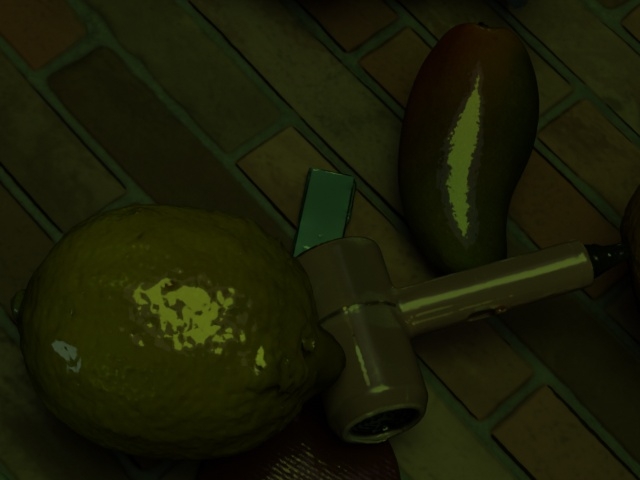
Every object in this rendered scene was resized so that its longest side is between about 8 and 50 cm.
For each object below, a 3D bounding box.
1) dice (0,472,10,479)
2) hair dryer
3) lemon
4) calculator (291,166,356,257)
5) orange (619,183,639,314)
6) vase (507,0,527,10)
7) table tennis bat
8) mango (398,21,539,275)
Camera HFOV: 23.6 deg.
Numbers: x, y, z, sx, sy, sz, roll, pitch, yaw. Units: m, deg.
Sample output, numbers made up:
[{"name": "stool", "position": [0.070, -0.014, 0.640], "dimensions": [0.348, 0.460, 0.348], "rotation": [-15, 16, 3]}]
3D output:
[{"name": "dice", "position": [-0.309, 0.357, 1.255], "dimensions": [0.262, 0.265, 0.268], "rotation": [-39, 74, -25]}, {"name": "hair dryer", "position": [0.151, 0.067, 1.521], "dimensions": [0.344, 0.107, 0.189], "rotation": [-16, 63, -3]}, {"name": "lemon", "position": [-0.134, 0.087, 1.433], "dimensions": [0.319, 0.245, 0.245], "rotation": [9, 61, 3]}, {"name": "calculator", "position": [0.000, 0.000, 1.635], "dimensions": [0.057, 0.018, 0.172], "rotation": [13, 61, -5]}, {"name": "orange", "position": [0.448, 0.009, 1.575], "dimensions": [0.274, 0.274, 0.274], "rotation": [4, 62, -8]}, {"name": "vase", "position": [0.060, -0.401, 1.738], "dimensions": [0.445, 0.250, 0.250], "rotation": [12, 61, -10]}, {"name": "table tennis bat", "position": [-0.041, 0.278, 1.472], "dimensions": [0.200, 0.038, 0.310], "rotation": [31, 61, 7]}, {"name": "mango", "position": [0.155, -0.098, 1.650], "dimensions": [0.146, 0.129, 0.289], "rotation": [25, 67, -20]}]
